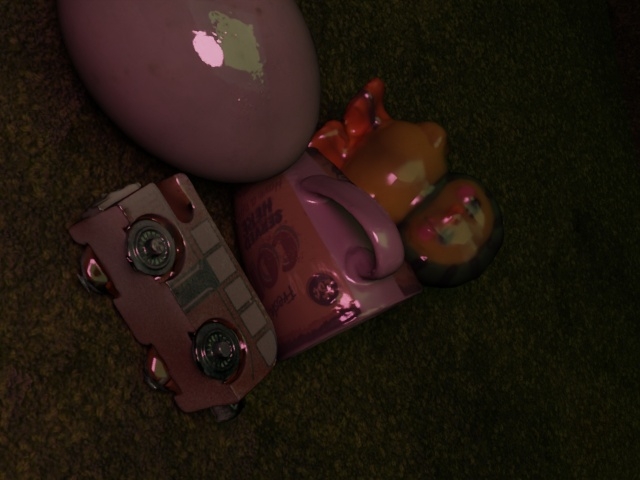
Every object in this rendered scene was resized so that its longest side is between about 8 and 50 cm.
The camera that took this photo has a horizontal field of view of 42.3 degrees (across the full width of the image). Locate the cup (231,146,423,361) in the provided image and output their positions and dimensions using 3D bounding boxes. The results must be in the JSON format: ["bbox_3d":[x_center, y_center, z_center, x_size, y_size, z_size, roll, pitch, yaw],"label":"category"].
[{"bbox_3d":[0.000,0.000,1.119,0.228,0.301,0.256,-25,84,-28],"label":"cup"}]

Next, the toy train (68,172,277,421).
[{"bbox_3d":[-0.176,0.073,1.048,0.159,0.129,0.326,-41,106,-47],"label":"toy train"}]

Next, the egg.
[{"bbox_3d":[-0.161,-0.243,1.032,0.389,0.276,0.276,52,49,-2],"label":"egg"}]

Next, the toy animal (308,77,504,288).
[{"bbox_3d":[0.135,-0.071,1.304,0.338,0.191,0.216,44,78,6],"label":"toy animal"}]
